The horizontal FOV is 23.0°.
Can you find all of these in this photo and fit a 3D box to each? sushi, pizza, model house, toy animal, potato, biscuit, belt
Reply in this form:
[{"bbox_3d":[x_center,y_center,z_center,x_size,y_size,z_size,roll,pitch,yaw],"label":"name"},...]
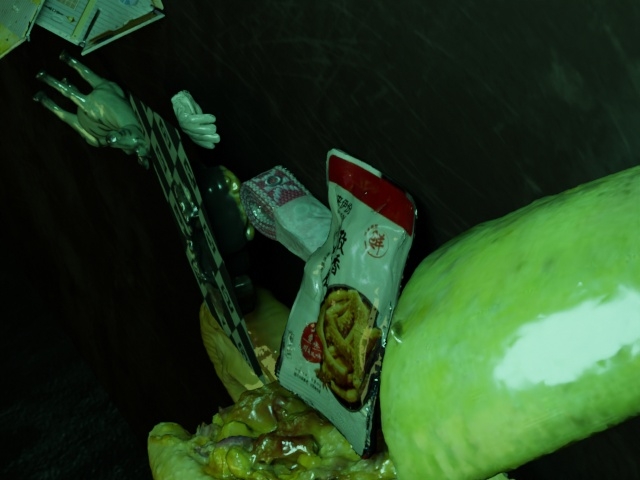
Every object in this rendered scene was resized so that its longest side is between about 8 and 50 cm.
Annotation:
[{"bbox_3d":[-0.110,-0.023,1.655,0.294,0.059,0.292,-136,26,-67],"label":"sushi"},{"bbox_3d":[0.016,0.200,1.464,0.409,0.278,0.114,7,117,40],"label":"pizza"},{"bbox_3d":[-0.265,-0.261,1.638,0.136,0.207,0.219,24,-176,-35],"label":"model house"},{"bbox_3d":[-0.269,-0.152,1.942,0.176,0.073,0.217,44,168,-3],"label":"toy animal"},{"bbox_3d":[0.182,0.010,0.847,0.255,0.269,0.112,-26,96,45],"label":"potato"},{"bbox_3d":[-0.070,0.152,1.880,0.213,0.091,0.274,48,163,25],"label":"biscuit"},{"bbox_3d":[0.000,0.000,1.481,0.232,0.053,0.071,39,148,48],"label":"belt"}]

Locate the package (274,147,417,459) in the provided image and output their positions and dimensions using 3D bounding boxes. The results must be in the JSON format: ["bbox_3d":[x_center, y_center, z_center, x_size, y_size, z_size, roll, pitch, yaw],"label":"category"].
[{"bbox_3d":[0.025,0.052,1.360,0.154,0.030,0.239,38,120,50],"label":"package"}]

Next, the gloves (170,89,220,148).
[{"bbox_3d":[-0.134,-0.130,1.666,0.081,0.037,0.044,46,-168,24],"label":"gloves"}]
